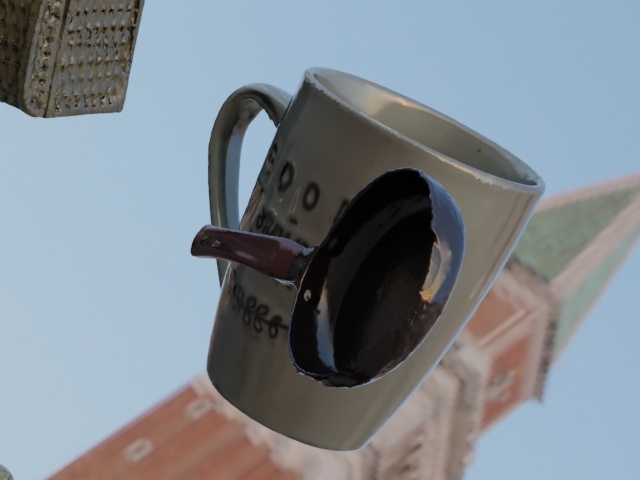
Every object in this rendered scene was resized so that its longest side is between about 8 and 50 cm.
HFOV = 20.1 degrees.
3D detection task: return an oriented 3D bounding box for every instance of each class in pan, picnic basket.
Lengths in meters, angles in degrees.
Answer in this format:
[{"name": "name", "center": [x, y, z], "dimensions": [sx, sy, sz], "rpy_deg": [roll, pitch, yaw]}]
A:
[{"name": "pan", "center": [0.000, 0.017, 0.921], "dimensions": [0.040, 0.115, 0.212], "rpy_deg": [33, -14, -32]}, {"name": "picnic basket", "center": [-0.273, -0.193, 1.518], "dimensions": [0.196, 0.154, 0.134], "rpy_deg": [23, -71, 24]}]

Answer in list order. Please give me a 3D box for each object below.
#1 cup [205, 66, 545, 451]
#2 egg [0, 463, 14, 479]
[{"name": "cup", "center": [0.000, 0.000, 1.303], "dimensions": [0.258, 0.186, 0.234], "rpy_deg": [38, -73, 34]}, {"name": "egg", "center": [-0.335, 0.245, 1.707], "dimensions": [0.110, 0.085, 0.085], "rpy_deg": [-36, -92, 22]}]
